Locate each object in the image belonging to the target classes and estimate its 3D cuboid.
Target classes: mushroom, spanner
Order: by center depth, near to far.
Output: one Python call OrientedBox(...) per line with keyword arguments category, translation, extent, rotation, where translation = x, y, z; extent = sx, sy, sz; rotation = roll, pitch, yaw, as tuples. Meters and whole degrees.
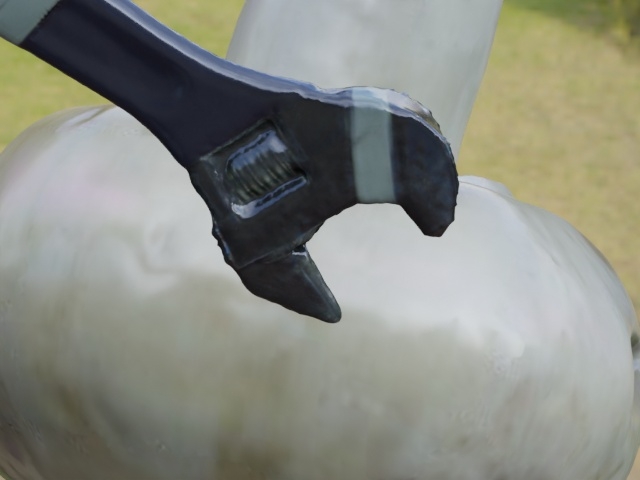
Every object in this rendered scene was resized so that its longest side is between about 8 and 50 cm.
OrientedBox(category="spanner", translation=(-0.097, -0.076, 0.629), extent=(0.316, 0.087, 0.024), rotation=(31, 18, -8))
OrientedBox(category="mushroom", translation=(-0.015, 0.029, 0.925), extent=(0.353, 0.353, 0.325), rotation=(17, 28, 35))
